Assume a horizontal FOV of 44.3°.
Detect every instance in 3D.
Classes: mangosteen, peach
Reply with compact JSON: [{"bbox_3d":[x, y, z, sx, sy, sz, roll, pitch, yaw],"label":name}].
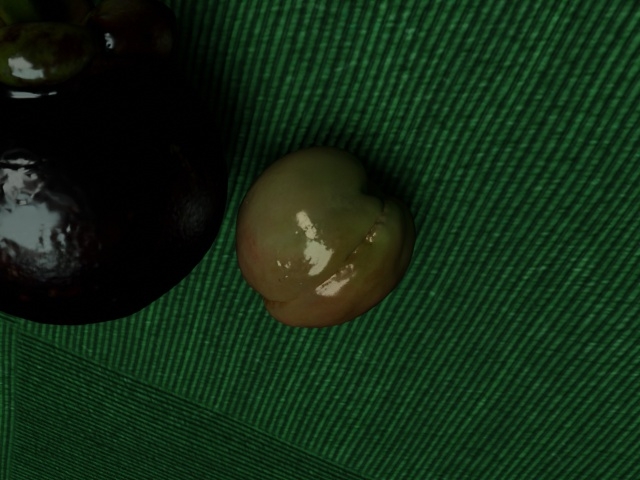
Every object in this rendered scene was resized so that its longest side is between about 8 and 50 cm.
[{"bbox_3d":[-0.218,-0.081,0.731,0.297,0.297,0.313,31,102,-6],"label":"mangosteen"},{"bbox_3d":[0.000,0.000,0.788,0.184,0.184,0.184,9,128,12],"label":"peach"}]
